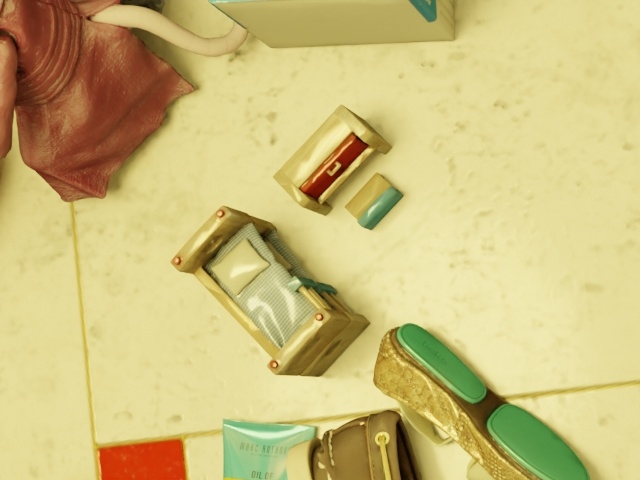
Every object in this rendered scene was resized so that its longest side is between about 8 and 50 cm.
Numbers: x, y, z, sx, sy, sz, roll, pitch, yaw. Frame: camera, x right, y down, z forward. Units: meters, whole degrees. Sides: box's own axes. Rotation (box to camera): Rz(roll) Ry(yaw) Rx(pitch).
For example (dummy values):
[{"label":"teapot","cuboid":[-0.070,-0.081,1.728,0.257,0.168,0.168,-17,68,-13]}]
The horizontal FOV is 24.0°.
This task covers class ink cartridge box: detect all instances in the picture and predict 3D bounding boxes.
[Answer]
[{"label":"ink cartridge box","cuboid":[0.016,-0.288,1.220,0.168,0.171,0.233,0,85,16]}]

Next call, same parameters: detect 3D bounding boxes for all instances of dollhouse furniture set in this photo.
[{"label":"dollhouse furniture set","cuboid":[0.000,0.000,1.220,0.129,0.129,0.184,45,98,15]}]

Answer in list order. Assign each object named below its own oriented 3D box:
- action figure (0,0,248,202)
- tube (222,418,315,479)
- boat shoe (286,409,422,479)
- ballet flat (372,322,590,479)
[{"label":"action figure","cuboid":[-0.224,-0.147,1.171,0.275,0.370,0.248,-21,78,15]},{"label":"tube","cuboid":[-0.053,0.255,1.258,0.080,0.052,0.207,5,80,5]},{"label":"boat shoe","cuboid":[0.076,0.294,1.181,0.096,0.116,0.324,-27,72,15]},{"label":"ballet flat","cuboid":[0.124,0.151,1.212,0.206,0.073,0.067,42,123,18]}]
